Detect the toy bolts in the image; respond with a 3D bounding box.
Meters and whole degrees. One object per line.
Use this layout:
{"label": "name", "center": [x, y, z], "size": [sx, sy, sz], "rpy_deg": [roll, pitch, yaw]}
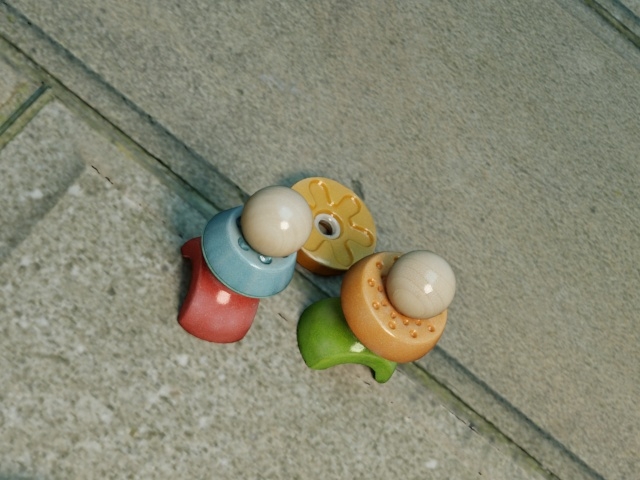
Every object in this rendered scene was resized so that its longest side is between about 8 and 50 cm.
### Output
{"label": "toy bolts", "center": [0.000, 0.000, 1.228], "size": [0.228, 0.158, 0.218], "rpy_deg": [11, 56, -28]}
